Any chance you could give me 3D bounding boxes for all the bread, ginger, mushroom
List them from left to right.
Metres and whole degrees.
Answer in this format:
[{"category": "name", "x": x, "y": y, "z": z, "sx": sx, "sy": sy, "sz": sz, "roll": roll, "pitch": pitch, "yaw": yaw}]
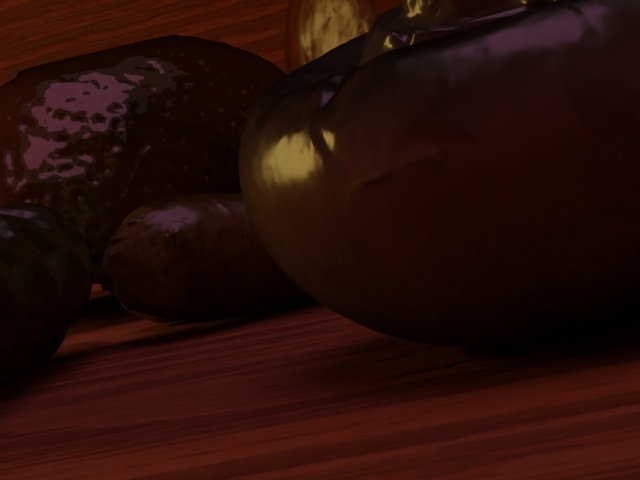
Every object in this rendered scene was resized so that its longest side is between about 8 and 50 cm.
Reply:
[{"category": "bread", "x": -0.179, "y": 0.034, "z": 0.762, "sx": 0.087, "sy": 0.098, "sz": 0.269, "roll": 31, "pitch": 11, "yaw": 5}, {"category": "ginger", "x": 0.029, "y": -0.008, "z": 0.860, "sx": 0.299, "sy": 0.065, "sz": 0.118, "roll": -12, "pitch": -9, "yaw": 4}, {"category": "mushroom", "x": 0.074, "y": -0.057, "z": 0.609, "sx": 0.226, "sy": 0.178, "sz": 0.226, "roll": -22, "pitch": 20, "yaw": 8}]

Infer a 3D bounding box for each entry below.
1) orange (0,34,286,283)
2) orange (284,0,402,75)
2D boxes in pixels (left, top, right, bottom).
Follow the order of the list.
[{"category": "orange", "x": -0.138, "y": -0.034, "z": 1.116, "sx": 0.334, "sy": 0.196, "sz": 0.262, "roll": -24, "pitch": -2, "yaw": -39}, {"category": "orange", "x": 0.118, "y": -0.120, "z": 1.005, "sx": 0.284, "sy": 0.226, "sz": 0.284, "roll": -6, "pitch": 5, "yaw": 1}]
